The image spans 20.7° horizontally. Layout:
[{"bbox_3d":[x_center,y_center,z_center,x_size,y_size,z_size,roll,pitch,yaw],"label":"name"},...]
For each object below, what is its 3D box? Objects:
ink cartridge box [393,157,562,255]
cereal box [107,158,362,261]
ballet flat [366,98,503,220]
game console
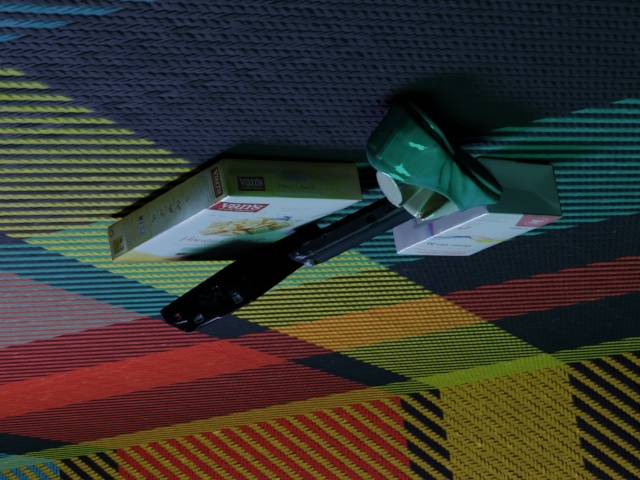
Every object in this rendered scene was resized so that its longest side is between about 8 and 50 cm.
[{"bbox_3d":[0.159,-0.029,1.968,0.115,0.067,0.198,2,163,-37],"label":"ink cartridge box"},{"bbox_3d":[-0.094,-0.029,1.860,0.173,0.047,0.240,0,165,-36],"label":"cereal box"},{"bbox_3d":[0.104,-0.067,1.727,0.087,0.083,0.247,-45,154,7],"label":"ballet flat"},{"bbox_3d":[0.000,0.000,1.934,0.361,0.044,0.213,-26,-175,27],"label":"game console"}]
